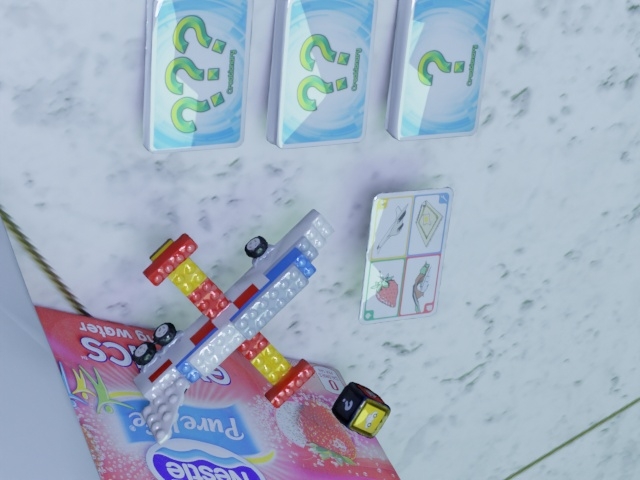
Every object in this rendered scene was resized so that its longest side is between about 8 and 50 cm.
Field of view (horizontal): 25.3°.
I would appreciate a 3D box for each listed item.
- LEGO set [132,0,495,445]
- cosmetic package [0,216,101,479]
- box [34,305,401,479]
[{"bbox_3d":[0.000,0.000,0.704,0.182,0.060,0.244,-5,115,-26],"label":"LEGO set"},{"bbox_3d":[-0.197,0.092,0.471,0.156,0.385,0.217,-46,138,17],"label":"cosmetic package"},{"bbox_3d":[-0.105,0.144,0.745,0.300,0.154,0.142,16,120,-39],"label":"box"}]
